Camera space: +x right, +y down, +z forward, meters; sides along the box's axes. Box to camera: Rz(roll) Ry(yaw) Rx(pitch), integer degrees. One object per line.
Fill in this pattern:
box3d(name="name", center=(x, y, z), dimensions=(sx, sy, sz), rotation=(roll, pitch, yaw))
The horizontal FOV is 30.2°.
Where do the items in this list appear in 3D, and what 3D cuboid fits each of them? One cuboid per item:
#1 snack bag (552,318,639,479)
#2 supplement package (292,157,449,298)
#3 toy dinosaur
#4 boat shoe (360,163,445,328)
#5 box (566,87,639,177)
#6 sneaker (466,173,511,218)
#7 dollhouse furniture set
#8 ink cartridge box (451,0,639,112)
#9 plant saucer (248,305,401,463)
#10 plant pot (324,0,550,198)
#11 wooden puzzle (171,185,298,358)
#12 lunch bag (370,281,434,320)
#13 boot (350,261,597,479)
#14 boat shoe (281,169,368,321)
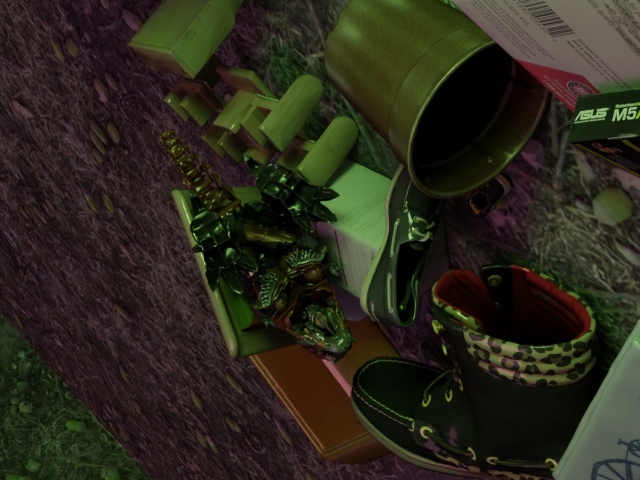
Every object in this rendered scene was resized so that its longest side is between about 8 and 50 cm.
box3d(name="snack bag", center=(0.402, 0.235, 1.096), dimensions=(0.342, 0.037, 0.323), rotation=(25, 144, 14))
box3d(name="supplement package", center=(0.049, -0.010, 1.403), dimensions=(0.179, 0.105, 0.105), rotation=(30, 145, 41))
box3d(name="toy dinosaur", center=(-0.082, 0.008, 1.374), dimensions=(0.322, 0.164, 0.218), rotation=(29, 167, 3))
box3d(name="boat shoe", center=(0.105, -0.003, 1.272), dimensions=(0.065, 0.075, 0.206), rotation=(33, 108, 53))
box3d(name="box", center=(0.310, -0.062, 0.856), dimensions=(0.190, 0.045, 0.184), rotation=(21, 172, -29))
box3d(name="sneaker", center=(0.168, -0.043, 1.245), dimensions=(0.031, 0.035, 0.083), rotation=(51, 154, 10))
box3d(name="dollhouse furniture set", center=(-0.079, -0.206, 1.406), dimensions=(0.212, 0.161, 0.242), rotation=(21, 160, 49))
box3d(name="ink cartridge box", center=(0.235, -0.179, 0.837), dimensions=(0.172, 0.100, 0.237), rotation=(36, 163, -27))
box3d(name="plant saucer", center=(0.002, 0.193, 1.751), dimensions=(0.333, 0.081, 0.333), rotation=(53, 153, 4))
box3d(name="plant pot", center=(0.100, -0.153, 1.109), dimensions=(0.165, 0.167, 0.167), rotation=(46, 154, 37))
box3d(name="wooden puzzle", center=(-0.077, 0.030, 1.516), dimensions=(0.044, 0.238, 0.221), rotation=(-27, 79, 29))
box3d(name="lunch bag", center=(0.094, 0.057, 1.446), dimensions=(0.053, 0.071, 0.083), rotation=(60, 156, -1))
box3d(name="boot", center=(0.172, 0.150, 1.349), dimensions=(0.377, 0.138, 0.284), rotation=(24, 142, 40))
box3d(name="boat shoe", center=(0.000, 0.000, 1.546), dimensions=(0.228, 0.080, 0.076), rotation=(55, 180, -10))
